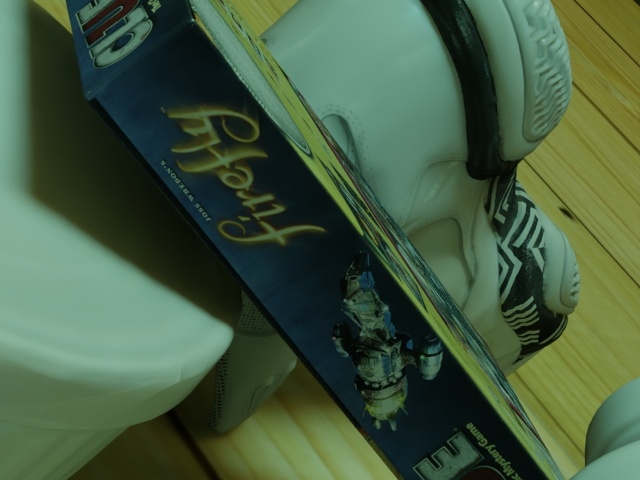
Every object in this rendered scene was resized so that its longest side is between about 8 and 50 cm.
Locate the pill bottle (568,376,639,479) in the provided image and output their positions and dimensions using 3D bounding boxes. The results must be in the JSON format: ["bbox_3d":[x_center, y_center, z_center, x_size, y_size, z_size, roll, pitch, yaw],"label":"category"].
[{"bbox_3d":[0.144,0.167,0.680,0.146,0.146,0.264,32,37,-23],"label":"pill bottle"}]

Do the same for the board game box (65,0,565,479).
[{"bbox_3d":[0.000,0.000,0.682,0.243,0.042,0.165,52,6,-26],"label":"board game box"}]

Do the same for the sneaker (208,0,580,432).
[{"bbox_3d":[0.005,0.003,0.922,0.137,0.210,0.366,50,-14,25],"label":"sneaker"}]

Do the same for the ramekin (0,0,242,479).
[{"bbox_3d":[-0.168,-0.011,0.613,0.273,0.127,0.273,36,19,-14],"label":"ramekin"}]
